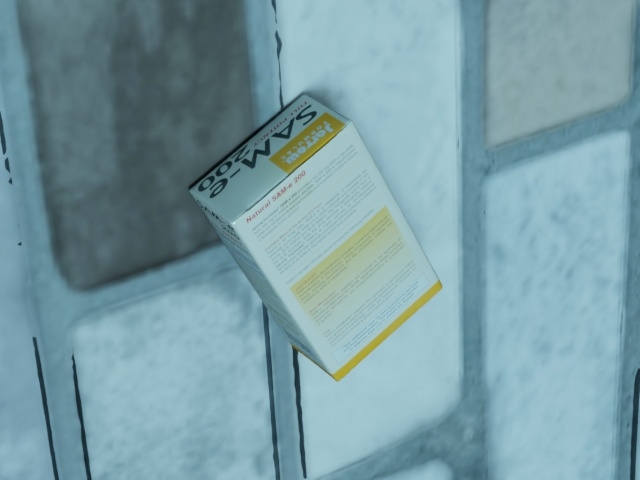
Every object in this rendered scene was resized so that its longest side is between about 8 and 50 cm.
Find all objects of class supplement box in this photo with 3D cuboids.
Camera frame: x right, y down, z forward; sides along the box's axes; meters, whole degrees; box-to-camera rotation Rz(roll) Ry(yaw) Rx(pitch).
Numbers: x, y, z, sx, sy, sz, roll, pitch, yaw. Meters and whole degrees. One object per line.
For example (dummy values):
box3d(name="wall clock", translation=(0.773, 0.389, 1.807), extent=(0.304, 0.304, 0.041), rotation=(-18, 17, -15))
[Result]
box3d(name="supplement box", translation=(0.000, 0.000, 0.630), extent=(0.062, 0.036, 0.098), rotation=(-40, 129, -12))
